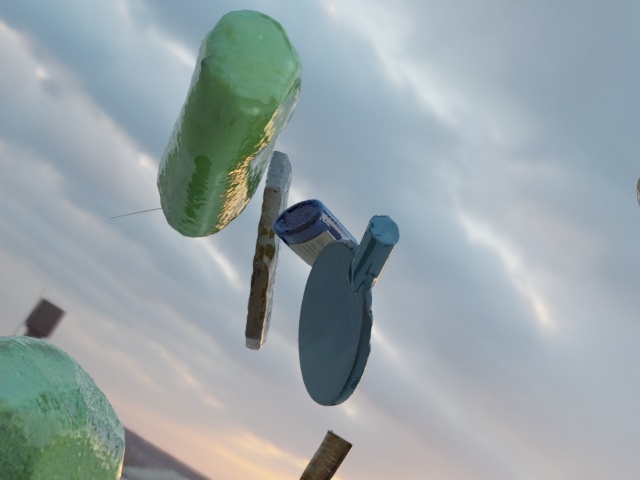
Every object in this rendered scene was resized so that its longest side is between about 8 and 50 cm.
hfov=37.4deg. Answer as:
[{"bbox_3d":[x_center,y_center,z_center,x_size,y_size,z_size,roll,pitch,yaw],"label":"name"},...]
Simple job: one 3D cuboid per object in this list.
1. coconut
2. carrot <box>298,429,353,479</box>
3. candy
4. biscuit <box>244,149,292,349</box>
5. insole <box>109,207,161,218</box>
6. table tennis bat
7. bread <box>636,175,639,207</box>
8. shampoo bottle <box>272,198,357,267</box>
[{"bbox_3d":[-0.440,0.269,1.312,0.329,0.281,0.328,22,-1,0],"label":"coconut"},{"bbox_3d":[-0.005,0.352,1.412,0.048,0.139,0.048,31,-16,10],"label":"carrot"},{"bbox_3d":[-0.120,-0.123,1.122,0.132,0.142,0.343,50,-29,9],"label":"candy"},{"bbox_3d":[-0.092,0.020,1.669,0.046,0.359,0.359,8,-16,-3],"label":"biscuit"},{"bbox_3d":[-0.355,-0.055,1.859,0.153,0.002,0.053,-9,3,35],"label":"insole"},{"bbox_3d":[0.030,0.085,1.233,0.044,0.215,0.329,4,-39,-19],"label":"table tennis bat"},{"bbox_3d":[0.842,-0.042,1.942,0.388,0.183,0.236,45,-21,33],"label":"bread"},{"bbox_3d":[0.000,0.000,1.467,0.183,0.087,0.050,45,20,-57],"label":"shampoo bottle"}]
